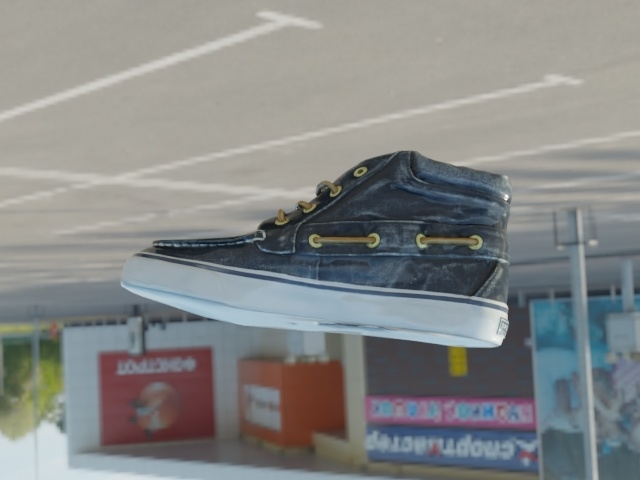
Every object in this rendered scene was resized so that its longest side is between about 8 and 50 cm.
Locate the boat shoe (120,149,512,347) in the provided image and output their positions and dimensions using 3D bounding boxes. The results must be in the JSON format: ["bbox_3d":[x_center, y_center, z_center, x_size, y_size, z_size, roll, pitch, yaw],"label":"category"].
[{"bbox_3d":[0.000,0.000,0.529,0.183,0.083,0.065,6,168,6],"label":"boat shoe"}]
